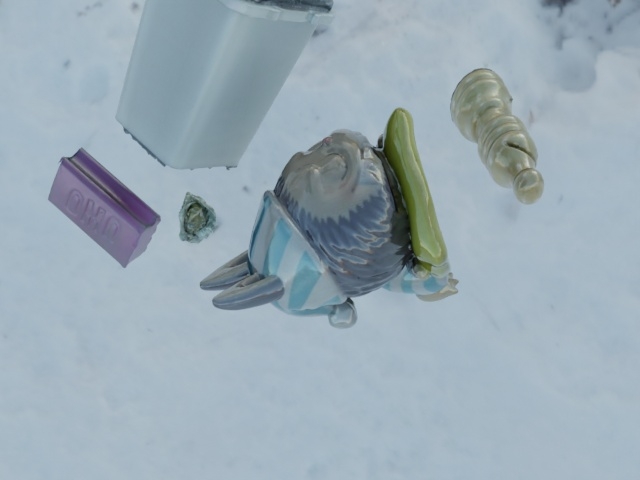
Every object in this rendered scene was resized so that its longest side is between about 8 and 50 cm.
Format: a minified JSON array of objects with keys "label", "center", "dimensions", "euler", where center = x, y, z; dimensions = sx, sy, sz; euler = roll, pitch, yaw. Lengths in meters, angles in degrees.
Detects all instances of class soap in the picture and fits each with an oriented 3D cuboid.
[{"label":"soap","center":[-0.394,-0.058,1.801],"dimensions":[0.203,0.122,0.065],"euler":[40,44,7]}]

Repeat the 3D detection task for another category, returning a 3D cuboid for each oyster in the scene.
[{"label":"oyster","center":[-0.256,-0.043,2.000],"dimensions":[0.100,0.098,0.037],"euler":[-50,38,17]}]

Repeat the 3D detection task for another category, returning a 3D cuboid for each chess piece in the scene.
[{"label":"chess piece","center":[0.332,-0.170,1.803],"dimensions":[0.139,0.124,0.307],"euler":[-56,32,31]}]

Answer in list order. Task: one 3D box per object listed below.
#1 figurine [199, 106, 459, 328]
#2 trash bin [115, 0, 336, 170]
[{"label":"figurine","center":[0.000,0.000,1.511],"dimensions":[0.377,0.361,0.266],"euler":[-14,61,7]},{"label":"trash bin","center":[-0.186,-0.310,1.609],"dimensions":[0.256,0.296,0.368],"euler":[40,118,25]}]
